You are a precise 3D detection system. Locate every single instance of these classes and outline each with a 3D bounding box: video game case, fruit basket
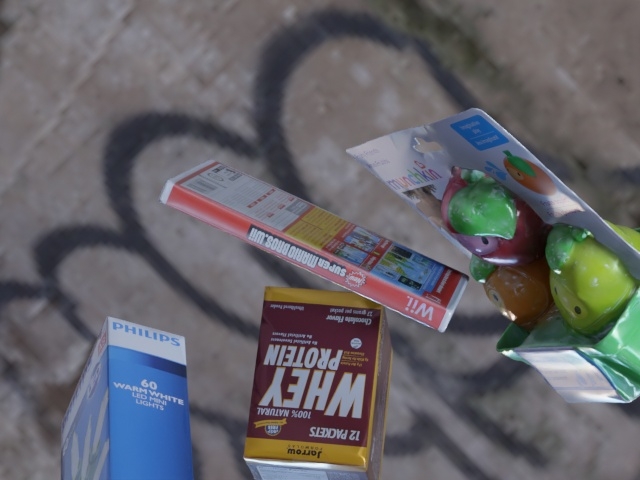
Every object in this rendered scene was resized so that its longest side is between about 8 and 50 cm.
[{"bbox_3d":[0.000,0.000,1.867,0.204,0.285,0.025,-42,156,-78],"label":"video game case"},{"bbox_3d":[0.203,0.015,1.917,0.165,0.353,0.327,-59,-164,-15],"label":"fruit basket"}]

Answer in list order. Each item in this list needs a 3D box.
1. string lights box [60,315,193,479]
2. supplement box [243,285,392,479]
[{"bbox_3d":[-0.163,0.198,1.650,0.259,0.077,0.133,-101,-149,-55],"label":"string lights box"},{"bbox_3d":[0.002,0.173,2.141,0.194,0.129,0.191,76,19,-69],"label":"supplement box"}]
